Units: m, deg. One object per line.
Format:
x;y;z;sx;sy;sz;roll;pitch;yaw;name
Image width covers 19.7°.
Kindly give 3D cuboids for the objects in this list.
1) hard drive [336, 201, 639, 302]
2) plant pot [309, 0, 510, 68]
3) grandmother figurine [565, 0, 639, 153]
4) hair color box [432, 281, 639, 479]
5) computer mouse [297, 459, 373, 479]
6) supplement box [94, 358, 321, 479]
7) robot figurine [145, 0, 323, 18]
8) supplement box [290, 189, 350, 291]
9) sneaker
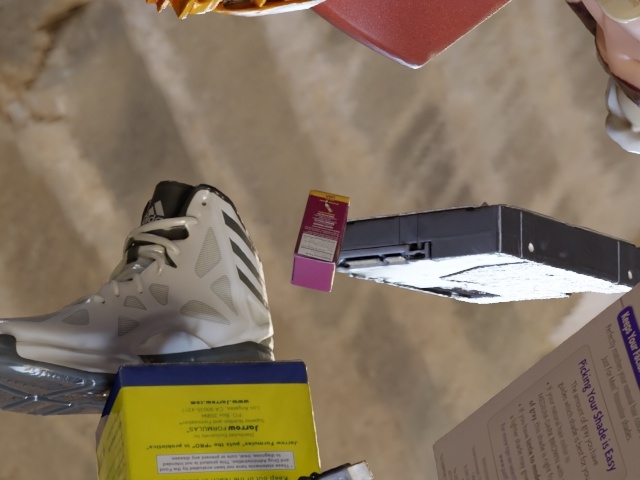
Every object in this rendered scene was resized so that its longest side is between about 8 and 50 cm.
0.195;0.018;2.144;0.339;0.237;0.064;12;-105;-52;hard drive
0.078;-0.335;1.857;0.236;0.267;0.267;47;-171;-46;plant pot
0.256;-0.151;1.436;0.207;0.104;0.342;63;-175;20;grandmother figurine
0.239;0.127;1.249;0.110;0.339;0.185;36;-154;-26;hair color box
0.103;0.232;1.661;0.184;0.262;0.060;44;-134;-36;computer mouse
-0.104;0.318;1.815;0.194;0.195;0.356;118;148;-59;supplement box
0.016;-0.225;1.189;0.291;0.211;0.085;-16;-122;-43;robot figurine
0.000;0.000;1.830;0.055;0.043;0.083;99;-176;-56;supplement box
-0.226;0.058;2.050;0.448;0.169;0.257;9;-109;-50;sneaker
